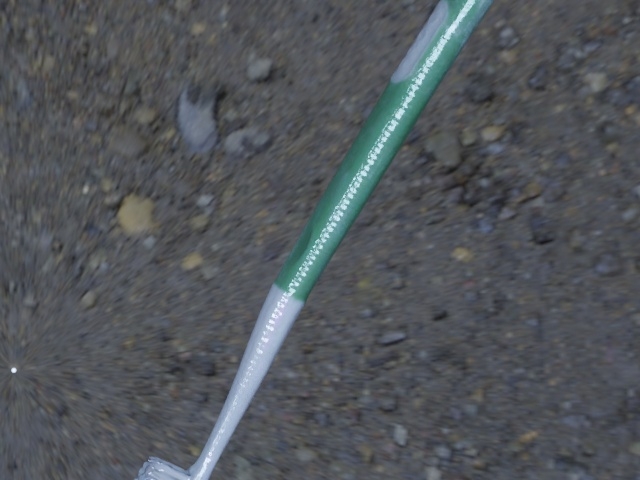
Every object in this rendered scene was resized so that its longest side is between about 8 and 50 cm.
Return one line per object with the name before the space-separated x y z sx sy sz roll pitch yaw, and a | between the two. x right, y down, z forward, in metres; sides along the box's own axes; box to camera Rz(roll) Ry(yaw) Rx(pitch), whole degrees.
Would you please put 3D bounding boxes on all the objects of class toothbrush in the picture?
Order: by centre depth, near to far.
toothbrush | 0.000 0.000 0.546 0.024 0.018 0.257 30 96 -23
